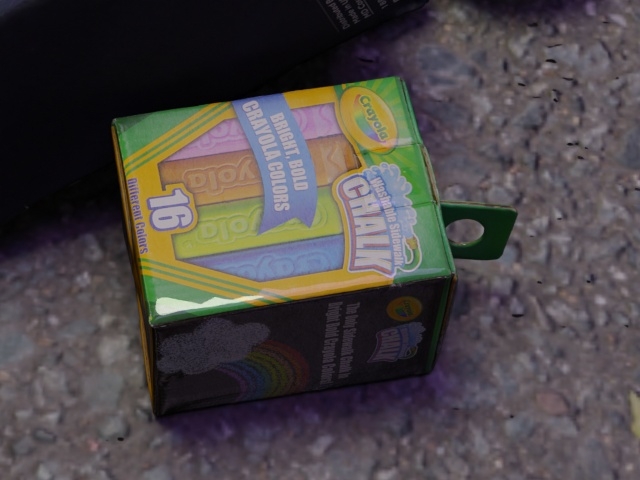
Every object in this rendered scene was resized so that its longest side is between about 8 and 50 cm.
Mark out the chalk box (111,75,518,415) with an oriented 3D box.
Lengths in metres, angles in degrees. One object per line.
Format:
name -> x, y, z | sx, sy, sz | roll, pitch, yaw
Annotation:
chalk box -> 0.000, 0.000, 1.030 | 0.213, 0.132, 0.132 | -9, 63, -9

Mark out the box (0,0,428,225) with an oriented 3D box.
box -> -0.141, -0.215, 1.034 | 0.294, 0.183, 0.296 | -28, 61, 8

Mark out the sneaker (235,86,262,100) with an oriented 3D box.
sneaker -> -0.039, -0.130, 1.130 | 0.232, 0.081, 0.090 | -12, 66, -1
